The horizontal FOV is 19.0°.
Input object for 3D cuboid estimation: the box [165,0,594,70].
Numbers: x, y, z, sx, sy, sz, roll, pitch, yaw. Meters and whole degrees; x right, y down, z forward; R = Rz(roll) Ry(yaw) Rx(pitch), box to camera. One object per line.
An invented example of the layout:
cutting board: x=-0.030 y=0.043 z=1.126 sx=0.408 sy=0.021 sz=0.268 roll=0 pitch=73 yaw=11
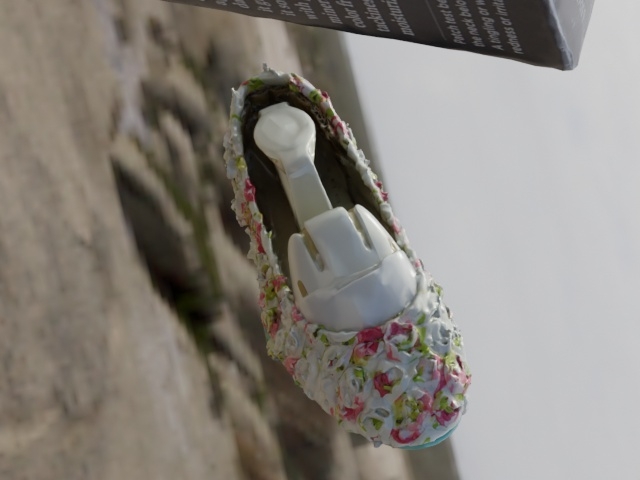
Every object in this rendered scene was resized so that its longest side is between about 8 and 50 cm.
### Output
box: x=-0.030 y=-0.242 z=0.630 sx=0.183 sy=0.294 sz=0.296 roll=54 pitch=51 yaw=-65

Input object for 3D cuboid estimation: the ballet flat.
ballet flat: x=0.000 y=0.000 z=0.920 sx=0.241 sy=0.091 sz=0.077 roll=-120 pitch=-170 yaw=-47
